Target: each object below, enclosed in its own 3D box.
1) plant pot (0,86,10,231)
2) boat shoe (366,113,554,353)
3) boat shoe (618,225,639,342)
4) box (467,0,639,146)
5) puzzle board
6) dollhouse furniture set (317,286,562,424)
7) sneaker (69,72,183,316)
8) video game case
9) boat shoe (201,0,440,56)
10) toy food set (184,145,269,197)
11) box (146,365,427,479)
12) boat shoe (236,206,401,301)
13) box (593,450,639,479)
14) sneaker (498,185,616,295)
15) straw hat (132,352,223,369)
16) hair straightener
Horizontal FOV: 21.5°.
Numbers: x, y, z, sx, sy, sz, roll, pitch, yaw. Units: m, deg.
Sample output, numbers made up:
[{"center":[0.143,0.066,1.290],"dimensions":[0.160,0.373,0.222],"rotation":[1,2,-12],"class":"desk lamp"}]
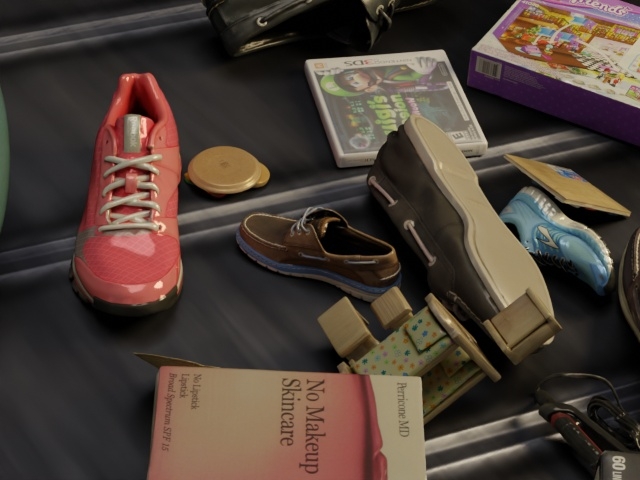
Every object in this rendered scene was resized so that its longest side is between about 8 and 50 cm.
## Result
[{"center":[-0.417,-0.020,1.591],"dimensions":[0.290,0.290,0.195],"rotation":[-14,80,-20],"class":"plant pot"},{"center":[0.138,0.010,1.723],"dimensions":[0.112,0.095,0.335],"rotation":[22,31,-38],"class":"boat shoe"},{"center":[0.352,0.072,1.646],"dimensions":[0.102,0.092,0.285],"rotation":[7,43,-1],"class":"boat shoe"},{"center":[0.348,-0.206,2.000],"dimensions":[0.293,0.057,0.201],"rotation":[23,45,21],"class":"box"},{"center":[0.264,-0.057,1.811],"dimensions":[0.128,0.011,0.096],"rotation":[9,24,-48],"class":"puzzle board"},{"center":[0.094,0.064,1.564],"dimensions":[0.182,0.101,0.161],"rotation":[-39,46,6],"class":"dollhouse furniture set"},{"center":[-0.199,-0.054,1.718],"dimensions":[0.116,0.136,0.314],"rotation":[-1,41,-4],"class":"sneaker"},{"center":[0.084,-0.155,1.946],"dimensions":[0.173,0.022,0.190],"rotation":[-6,42,-11],"class":"video game case"},{"center":[0.029,-0.278,2.023],"dimensions":[0.340,0.127,0.113],"rotation":[-6,70,-23],"class":"boat shoe"},{"center":[-0.104,-0.075,1.838],"dimensions":[0.082,0.020,0.083],"rotation":[34,49,31],"class":"toy food set"},{"center":[-0.029,0.203,1.439],"dimensions":[0.232,0.127,0.149],"rotation":[2,40,-2],"class":"box"},{"center":[0.000,0.000,1.723],"dimensions":[0.183,0.066,0.066],"rotation":[18,42,15],"class":"boat shoe"},{"center":[0.344,0.285,1.346],"dimensions":[0.270,0.143,0.165],"rotation":[7,50,2],"class":"box"},{"center":[0.241,0.014,1.748],"dimensions":[0.073,0.063,0.162],"rotation":[-36,48,-15],"class":"sneaker"},{"center":[-0.107,0.146,1.546],"dimensions":[0.144,0.144,0.061],"rotation":[10,82,7],"class":"straw hat"},{"center":[0.280,0.194,1.547],"dimensions":[0.089,0.047,0.230],"rotation":[-21,42,-26],"class":"hair straightener"}]
